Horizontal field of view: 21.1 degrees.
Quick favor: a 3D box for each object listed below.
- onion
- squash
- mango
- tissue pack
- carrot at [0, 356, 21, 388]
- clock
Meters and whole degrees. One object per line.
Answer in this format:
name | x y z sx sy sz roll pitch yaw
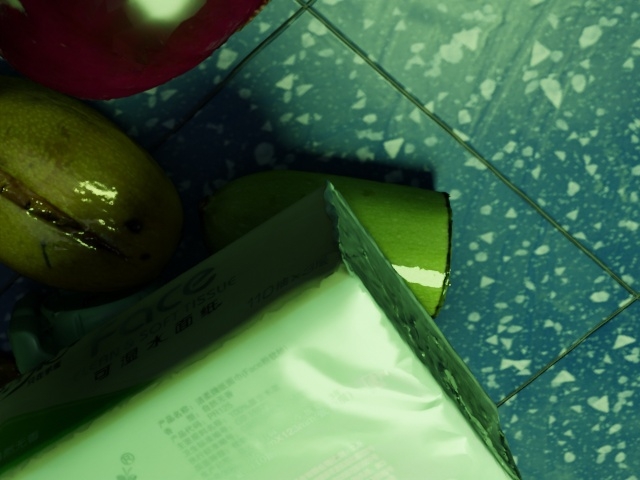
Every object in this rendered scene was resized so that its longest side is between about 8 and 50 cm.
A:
onion | -0.156 -0.269 1.400 0.337 0.260 0.282 -33 116 17
squash | 0.000 0.000 1.674 0.247 0.132 0.132 8 123 -9
mango | -0.263 -0.052 1.612 0.295 0.120 0.177 29 116 -23
tissue pack | -0.066 0.190 1.579 0.405 0.205 0.332 -31 116 11
carrot | -0.308 0.238 1.838 0.070 0.070 0.260 -11 124 2
clock | -0.211 0.075 1.697 0.188 0.148 0.060 -14 104 -5
